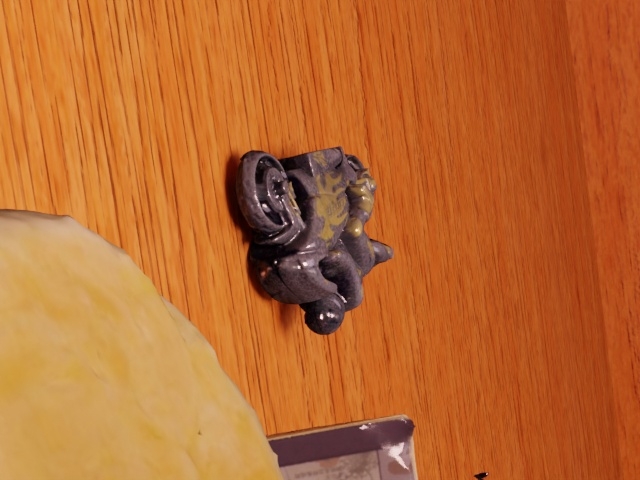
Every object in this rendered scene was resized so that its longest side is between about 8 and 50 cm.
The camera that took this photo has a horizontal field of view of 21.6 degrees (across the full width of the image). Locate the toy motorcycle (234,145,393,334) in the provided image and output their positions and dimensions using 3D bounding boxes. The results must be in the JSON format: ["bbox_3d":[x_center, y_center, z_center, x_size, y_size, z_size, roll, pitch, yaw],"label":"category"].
[{"bbox_3d":[0.000,0.000,1.113,0.193,0.061,0.124,-5,83,-66],"label":"toy motorcycle"}]

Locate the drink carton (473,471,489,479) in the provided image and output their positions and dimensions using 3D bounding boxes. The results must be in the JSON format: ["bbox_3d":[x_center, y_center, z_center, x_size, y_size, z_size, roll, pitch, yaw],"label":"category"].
[{"bbox_3d":[0.049,0.331,1.050,0.194,0.132,0.325,-46,129,-68],"label":"drink carton"}]

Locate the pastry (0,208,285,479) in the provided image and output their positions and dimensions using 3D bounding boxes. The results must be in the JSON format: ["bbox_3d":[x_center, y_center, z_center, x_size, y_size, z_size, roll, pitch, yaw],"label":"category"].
[{"bbox_3d":[-0.105,0.110,0.568,0.265,0.133,0.265,36,41,-38],"label":"pastry"}]

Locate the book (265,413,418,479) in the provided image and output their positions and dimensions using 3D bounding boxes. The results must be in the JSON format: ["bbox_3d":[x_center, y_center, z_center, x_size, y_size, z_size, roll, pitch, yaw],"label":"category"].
[{"bbox_3d":[-0.014,0.216,0.884,0.026,0.157,0.231,-165,-114,-79],"label":"book"}]
